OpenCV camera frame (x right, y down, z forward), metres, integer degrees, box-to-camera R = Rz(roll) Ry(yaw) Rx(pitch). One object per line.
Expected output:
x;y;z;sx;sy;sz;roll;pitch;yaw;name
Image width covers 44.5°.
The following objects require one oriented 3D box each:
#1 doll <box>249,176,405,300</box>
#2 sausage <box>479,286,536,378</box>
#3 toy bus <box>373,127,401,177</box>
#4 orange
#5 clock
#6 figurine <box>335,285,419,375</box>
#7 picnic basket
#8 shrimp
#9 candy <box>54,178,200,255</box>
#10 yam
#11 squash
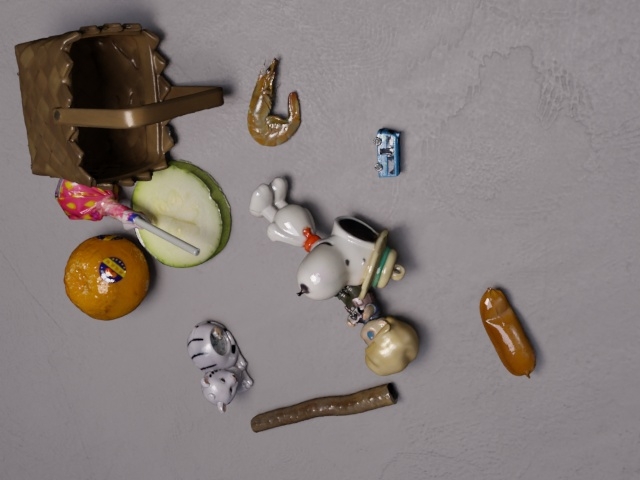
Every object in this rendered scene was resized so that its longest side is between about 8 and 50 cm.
0.010;-0.012;1.419;0.271;0.208;0.144;59;149;32;doll
0.332;0.167;1.401;0.062;0.054;0.183;-30;94;-7;sausage
0.119;-0.155;1.380;0.046;0.038;0.083;2;109;15;toy bus
-0.432;0.074;1.592;0.177;0.155;0.178;3;101;15;orange
-0.217;0.254;1.593;0.080;0.117;0.176;-25;97;25;clock
0.098;0.158;1.456;0.196;0.108;0.114;50;133;7;figurine
-0.362;-0.239;1.405;0.321;0.254;0.291;6;109;30;picnic basket
-0.081;-0.247;1.420;0.095;0.045;0.162;19;111;13;shrimp
-0.370;-0.050;1.513;0.365;0.124;0.124;25;115;27;candy
0.002;0.342;1.585;0.326;0.045;0.045;-18;131;25;yam
-0.283;-0.051;1.565;0.219;0.041;0.219;8;110;23;squash
